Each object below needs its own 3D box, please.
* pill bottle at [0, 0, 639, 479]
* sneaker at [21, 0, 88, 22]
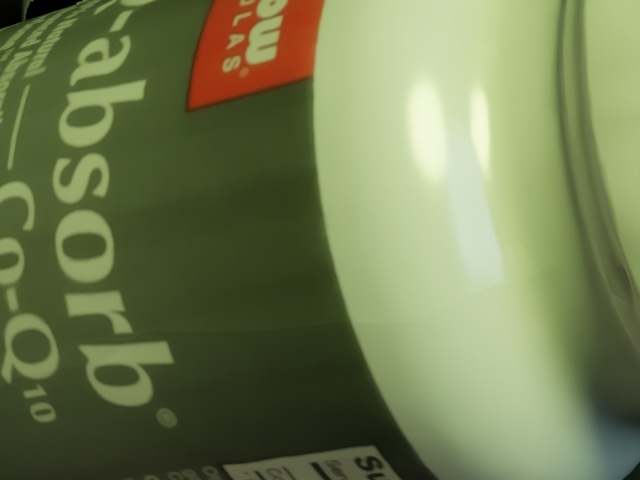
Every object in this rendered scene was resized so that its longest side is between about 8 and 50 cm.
[{"bbox_3d":[0.000,0.000,0.631,0.210,0.363,0.210,29,55,-52],"label":"pill bottle"},{"bbox_3d":[-0.022,-0.129,0.895,0.323,0.130,0.236,32,43,-44],"label":"sneaker"}]
